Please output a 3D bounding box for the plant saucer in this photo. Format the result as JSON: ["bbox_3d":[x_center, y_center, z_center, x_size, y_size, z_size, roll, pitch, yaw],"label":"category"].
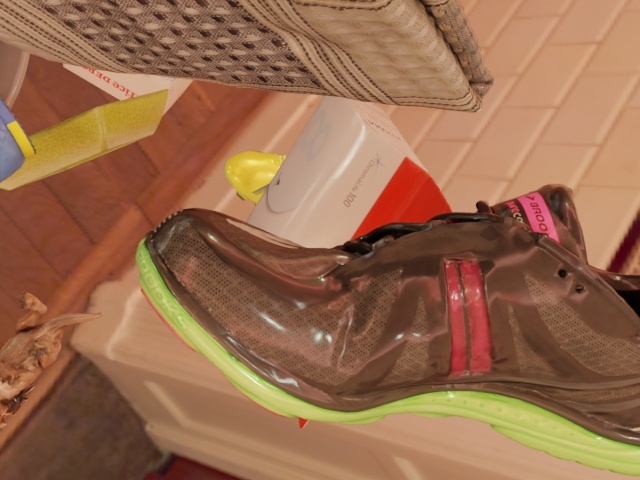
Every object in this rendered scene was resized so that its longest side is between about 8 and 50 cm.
[{"bbox_3d":[-0.277,-0.109,1.170,0.045,0.188,0.188,68,19,-8],"label":"plant saucer"}]

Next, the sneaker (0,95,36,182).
[{"bbox_3d":[-0.346,-0.136,0.944,0.082,0.069,0.209,-38,126,-18],"label":"sneaker"}]

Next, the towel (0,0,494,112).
[{"bbox_3d":[-0.097,-0.125,0.477,0.324,0.312,0.056,27,76,-68],"label":"towel"}]

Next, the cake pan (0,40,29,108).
[{"bbox_3d":[-0.414,-0.226,1.067,0.293,0.054,0.293,-39,135,-56],"label":"cake pan"}]

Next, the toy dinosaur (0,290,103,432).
[{"bbox_3d":[-0.493,0.200,1.715,0.296,0.127,0.200,-41,162,-13],"label":"toy dinosaur"}]

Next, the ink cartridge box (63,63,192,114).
[{"bbox_3d":[-0.245,-0.336,1.525,0.171,0.232,0.168,32,43,-1],"label":"ink cartridge box"}]

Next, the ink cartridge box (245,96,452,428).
[{"bbox_3d":[0.000,0.000,1.268,0.091,0.385,0.308,28,107,-19],"label":"ink cartridge box"}]

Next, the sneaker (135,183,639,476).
[{"bbox_3d":[0.101,0.036,0.781,0.483,0.185,0.202,11,112,-18],"label":"sneaker"}]

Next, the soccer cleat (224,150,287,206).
[{"bbox_3d":[-0.017,-0.099,1.599,0.289,0.121,0.093,12,55,-40],"label":"soccer cleat"}]
